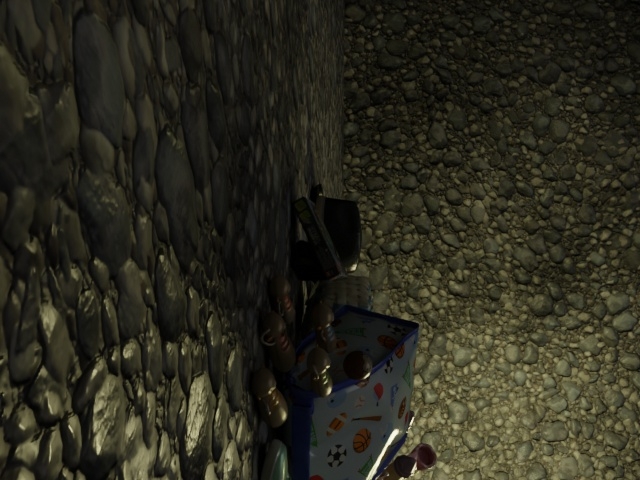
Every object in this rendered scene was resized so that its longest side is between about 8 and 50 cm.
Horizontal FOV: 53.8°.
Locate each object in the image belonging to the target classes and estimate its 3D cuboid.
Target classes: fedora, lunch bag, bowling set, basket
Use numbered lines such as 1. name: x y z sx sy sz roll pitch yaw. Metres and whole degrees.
1. fedora: 0.053 -0.012 1.984 0.334 0.153 0.333 0 90 -85
2. lunch bag: 0.040 0.365 1.373 0.385 0.239 0.327 -34 128 -56
3. bowling set: -0.011 0.183 1.138 0.154 0.200 0.286 80 8 -49
4. basket: 0.049 0.246 1.686 0.254 0.201 0.288 -85 177 -70

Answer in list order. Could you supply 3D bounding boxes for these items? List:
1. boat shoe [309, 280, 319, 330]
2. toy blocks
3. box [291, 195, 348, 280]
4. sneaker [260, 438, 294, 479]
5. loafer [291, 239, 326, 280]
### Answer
1. boat shoe: 0.034 0.182 1.909 0.113 0.127 0.339 -80 172 -46
2. toy blocks: 0.187 0.595 1.571 0.308 0.289 0.260 61 -42 21
3. box: 0.000 0.000 1.524 0.206 0.036 0.114 65 9 10
4. sneaker: -0.029 0.478 1.134 0.094 0.151 0.255 -52 141 -79
5. loafer: -0.021 0.051 1.576 0.220 0.080 0.078 68 21 -74
